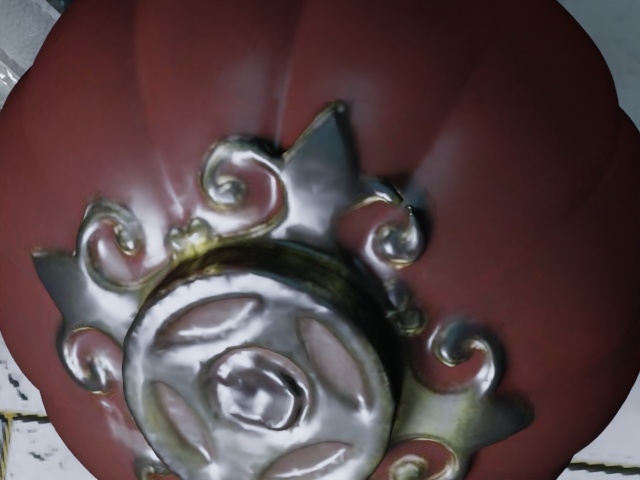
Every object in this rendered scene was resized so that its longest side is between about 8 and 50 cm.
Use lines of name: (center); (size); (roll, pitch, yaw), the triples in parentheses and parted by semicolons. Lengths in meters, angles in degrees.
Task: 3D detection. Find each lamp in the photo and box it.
lamp: (0.000, 0.000, 0.817); (0.303, 0.257, 0.303); (5, 119, 9)

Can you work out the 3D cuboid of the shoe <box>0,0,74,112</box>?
shoe: (-0.196, -0.075, 0.923); (0.198, 0.172, 0.350); (-6, 79, 7)
